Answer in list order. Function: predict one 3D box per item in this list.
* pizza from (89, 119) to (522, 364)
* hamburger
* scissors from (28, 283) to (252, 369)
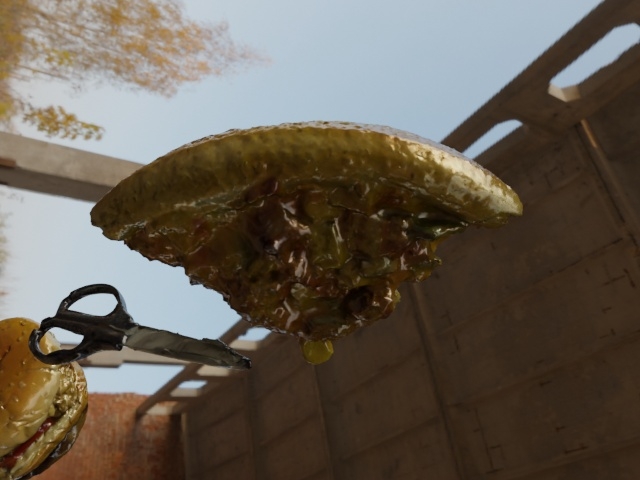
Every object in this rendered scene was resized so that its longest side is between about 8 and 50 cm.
[{"bbox_3d":[-0.017,-0.025,0.489,0.258,0.268,0.087,-44,-156,27],"label":"pizza"},{"bbox_3d":[-0.501,0.250,0.929,0.163,0.245,0.244,73,0,-55],"label":"hamburger"},{"bbox_3d":[-0.186,0.097,0.589,0.300,0.022,0.109,4,-135,35],"label":"scissors"}]
